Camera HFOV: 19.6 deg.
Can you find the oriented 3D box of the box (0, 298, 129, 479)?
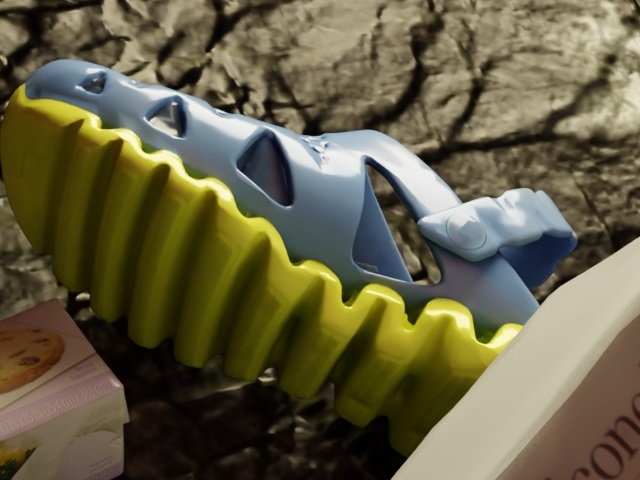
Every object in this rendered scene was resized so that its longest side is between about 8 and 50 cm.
[{"bbox_3d":[-0.232,0.120,0.755,0.324,0.063,0.067,-22,49,-26],"label":"box"}]

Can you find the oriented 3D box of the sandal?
[{"bbox_3d":[0.000,0.000,0.879,0.317,0.126,0.138,28,53,-10],"label":"sandal"}]

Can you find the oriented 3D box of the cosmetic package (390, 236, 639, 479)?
[{"bbox_3d":[0.221,0.226,0.711,0.453,0.161,0.230,44,62,-1],"label":"cosmetic package"}]
